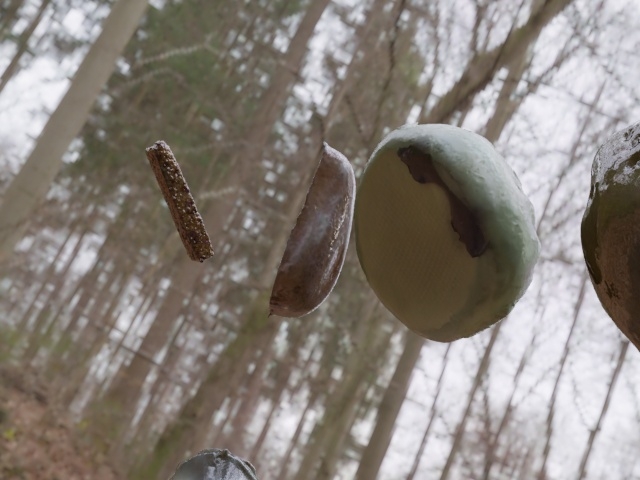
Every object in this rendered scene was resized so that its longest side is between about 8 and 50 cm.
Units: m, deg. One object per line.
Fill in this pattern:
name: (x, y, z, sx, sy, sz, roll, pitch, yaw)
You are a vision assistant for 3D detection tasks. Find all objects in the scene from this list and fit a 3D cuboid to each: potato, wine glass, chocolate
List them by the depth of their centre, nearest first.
potato: (0.430, 0.014, 1.472, 0.221, 0.243, 0.326, 173, -103, -76)
chocolate: (0.001, -0.001, 1.908, 0.083, 0.261, 0.161, 19, -10, 5)
wine glass: (-0.171, 0.428, 1.947, 0.156, 0.156, 0.232, 28, 14, -5)

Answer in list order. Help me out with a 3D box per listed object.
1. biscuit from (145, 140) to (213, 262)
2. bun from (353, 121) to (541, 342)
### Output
biscuit: (-0.220, -0.061, 2.024, 0.199, 0.034, 0.064, 69, -18, -8)
bun: (0.186, -0.016, 1.723, 0.293, 0.187, 0.293, 21, -64, 51)
